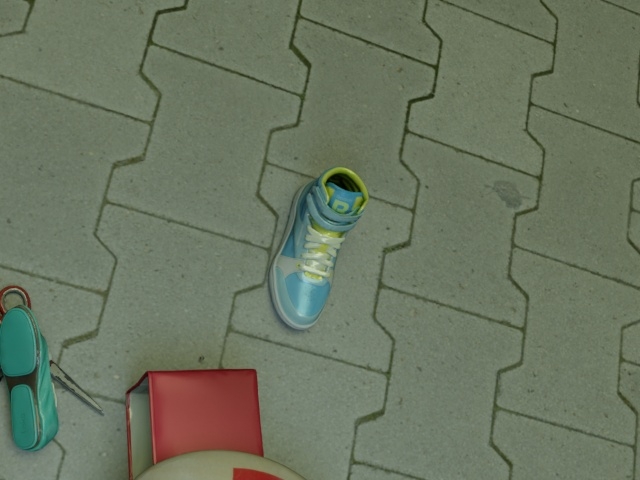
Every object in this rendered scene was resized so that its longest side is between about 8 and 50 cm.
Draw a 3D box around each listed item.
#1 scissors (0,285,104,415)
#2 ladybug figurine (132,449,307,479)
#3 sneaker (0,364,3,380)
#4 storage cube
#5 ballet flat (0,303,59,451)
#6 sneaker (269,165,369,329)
[{"bbox_3d":[-0.500,0.209,1.872,0.109,0.021,0.297,-32,86,-30],"label":"scissors"},{"bbox_3d":[-0.124,0.509,1.722,0.449,0.162,0.305,33,99,-32],"label":"ladybug figurine"},{"bbox_3d":[-0.589,0.254,1.797,0.089,0.051,0.170,29,54,-7],"label":"sneaker"},{"bbox_3d":[-0.219,0.333,1.841,0.193,0.184,0.214,1,70,-23],"label":"storage cube"},{"bbox_3d":[-0.490,0.231,1.818,0.083,0.087,0.247,-7,88,17],"label":"ballet flat"},{"bbox_3d":[0.000,0.000,2.037,0.127,0.208,0.319,15,66,-17],"label":"sneaker"}]
